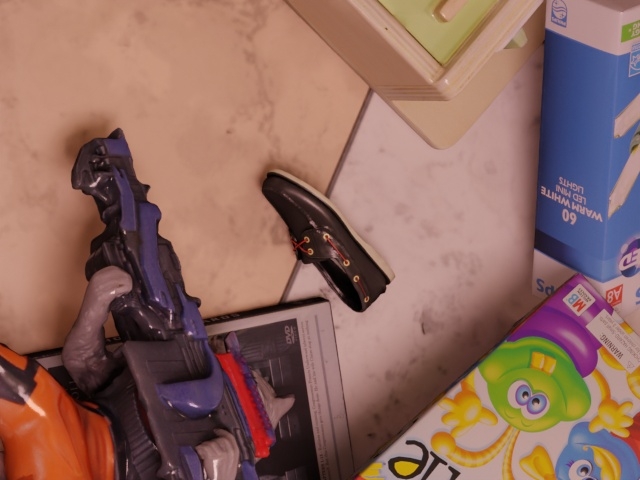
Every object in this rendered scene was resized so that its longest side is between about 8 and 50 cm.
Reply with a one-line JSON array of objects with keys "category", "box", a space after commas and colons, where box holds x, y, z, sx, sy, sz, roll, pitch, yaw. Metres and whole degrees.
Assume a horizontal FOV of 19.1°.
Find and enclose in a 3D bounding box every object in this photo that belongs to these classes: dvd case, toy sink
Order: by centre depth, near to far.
[{"category": "toy sink", "box": [0.082, -0.192, 1.404, 0.234, 0.131, 0.153, 45, 79, -18]}, {"category": "dvd case", "box": [-0.094, 0.151, 1.417, 0.239, 0.029, 0.179, -11, 97, -20]}]

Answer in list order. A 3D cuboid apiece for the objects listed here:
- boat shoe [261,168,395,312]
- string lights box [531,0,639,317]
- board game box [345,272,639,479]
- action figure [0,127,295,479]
[{"category": "boat shoe", "box": [0.001, 0.000, 1.431, 0.133, 0.049, 0.042, 47, 70, -22]}, {"category": "string lights box", "box": [0.234, -0.079, 1.436, 0.133, 0.077, 0.259, -24, 126, -35]}, {"category": "board game box", "box": [0.124, 0.177, 1.400, 0.275, 0.142, 0.144, -41, 85, -23]}, {"category": "action figure", "box": [-0.174, 0.101, 1.302, 0.330, 0.178, 0.341, 3, 58, -33]}]
